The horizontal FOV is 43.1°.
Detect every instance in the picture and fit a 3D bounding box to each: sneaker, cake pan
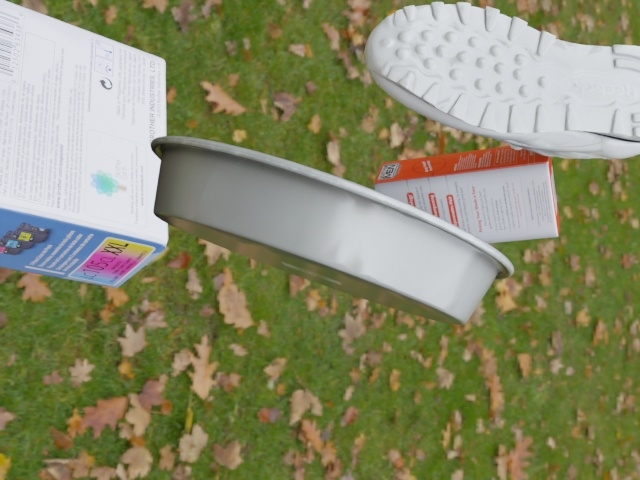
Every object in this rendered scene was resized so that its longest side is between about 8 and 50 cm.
[{"bbox_3d":[0.139,-0.100,0.581,0.235,0.095,0.090,12,78,-11],"label":"sneaker"},{"bbox_3d":[0.000,0.000,0.631,0.293,0.293,0.054,25,82,-46],"label":"cake pan"}]

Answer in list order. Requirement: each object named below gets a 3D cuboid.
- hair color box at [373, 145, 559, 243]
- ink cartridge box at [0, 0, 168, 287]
[{"bbox_3d":[0.122,-0.035,0.675,0.043,0.141,0.071,-66,146,-55],"label":"hair color box"},{"bbox_3d":[-0.373,-0.123,0.873,0.396,0.151,0.269,16,55,-36],"label":"ink cartridge box"}]
